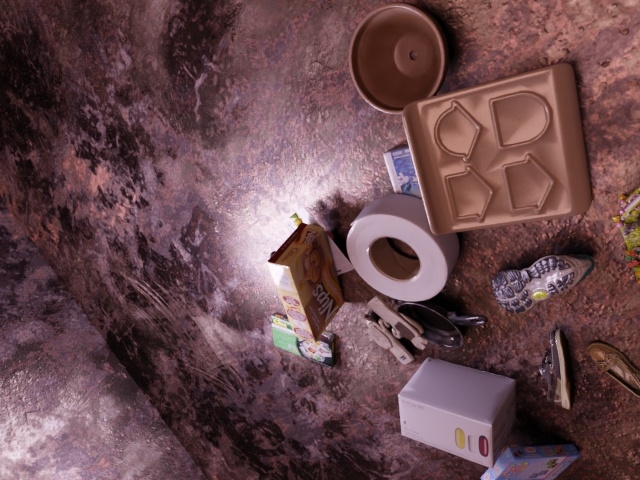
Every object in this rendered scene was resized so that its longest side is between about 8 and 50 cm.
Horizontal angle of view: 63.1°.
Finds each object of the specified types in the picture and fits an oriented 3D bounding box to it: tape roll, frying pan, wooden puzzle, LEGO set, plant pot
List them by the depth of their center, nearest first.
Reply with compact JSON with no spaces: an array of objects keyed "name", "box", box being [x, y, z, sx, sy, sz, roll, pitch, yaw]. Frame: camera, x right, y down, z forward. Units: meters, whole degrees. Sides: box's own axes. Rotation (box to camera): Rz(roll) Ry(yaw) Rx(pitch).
[{"name":"LEGO set","box":[0.650,-0.029,1.041,0.132,0.107,0.287,23,124,27]},{"name":"wooden puzzle","box":[0.385,-0.188,1.145,0.347,0.080,0.322,-10,112,22]},{"name":"plant pot","box":[0.192,-0.417,1.193,0.237,0.109,0.238,18,121,31]},{"name":"tape roll","box":[0.213,0.022,1.371,0.286,0.100,0.286,21,136,22]},{"name":"frying pan","box":[0.311,0.197,1.383,0.197,0.053,0.326,31,154,12]}]

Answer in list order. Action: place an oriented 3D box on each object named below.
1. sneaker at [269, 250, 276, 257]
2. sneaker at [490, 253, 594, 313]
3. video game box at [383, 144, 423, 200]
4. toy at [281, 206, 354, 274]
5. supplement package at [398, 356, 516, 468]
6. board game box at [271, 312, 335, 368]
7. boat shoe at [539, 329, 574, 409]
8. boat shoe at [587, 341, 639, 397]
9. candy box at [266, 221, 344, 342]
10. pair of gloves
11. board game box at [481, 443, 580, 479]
[{"name":"sneaker","box":[-0.095,0.103,1.726,0.089,0.051,0.170,-15,108,41]},{"name":"sneaker","box":[0.512,0.099,1.217,0.275,0.109,0.107,-36,71,60]},{"name":"video game box","box":[0.275,-0.157,1.307,0.205,0.048,0.187,-8,110,40]},{"name":"toy","box":[0.000,0.000,1.584,0.237,0.056,0.137,48,143,-12]},{"name":"supplement package","box":[0.379,0.462,1.437,0.261,0.204,0.145,8,116,35]},{"name":"board game box","box":[-0.062,0.352,1.842,0.259,0.030,0.136,15,123,31]},{"name":"boat shoe","box":[0.581,0.323,1.295,0.073,0.080,0.224,-4,114,33]},{"name":"boat shoe","box":[0.693,0.301,1.217,0.153,0.048,0.056,43,131,11]},{"name":"candy box","box":[-0.035,0.128,1.546,0.087,0.183,0.317,13,136,32]},{"name":"pair of gloves","box":[0.215,0.261,1.533,0.204,0.042,0.240,38,152,13]},{"name":"board game box","box":[0.558,0.604,1.391,0.039,0.211,0.160,-107,29,-47]}]
